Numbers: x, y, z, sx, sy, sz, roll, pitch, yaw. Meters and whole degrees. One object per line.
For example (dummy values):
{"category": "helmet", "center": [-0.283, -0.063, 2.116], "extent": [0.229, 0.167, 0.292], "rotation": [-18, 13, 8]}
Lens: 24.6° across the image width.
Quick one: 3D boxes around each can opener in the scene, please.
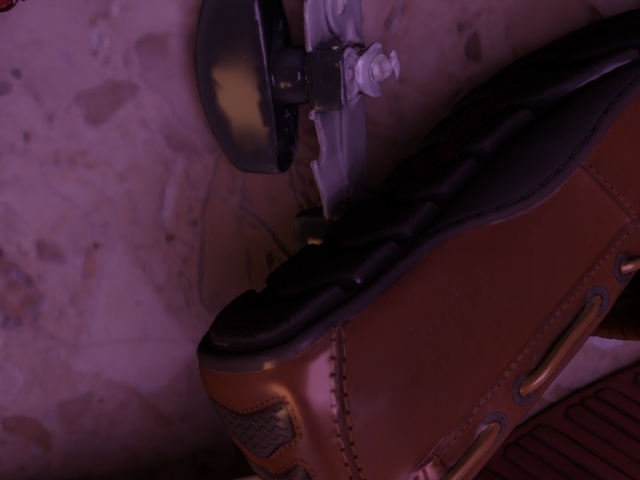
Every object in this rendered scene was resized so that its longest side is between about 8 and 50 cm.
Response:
{"category": "can opener", "center": [0.000, 0.000, 0.752], "extent": [0.093, 0.074, 0.280], "rotation": [-1, 105, 21]}

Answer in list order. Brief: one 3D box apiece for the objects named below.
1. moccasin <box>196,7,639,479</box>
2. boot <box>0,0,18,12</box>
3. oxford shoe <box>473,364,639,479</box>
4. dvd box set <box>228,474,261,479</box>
{"category": "moccasin", "center": [0.118, 0.001, 0.691], "extent": [0.380, 0.139, 0.147], "rotation": [-42, 111, -34]}
{"category": "boot", "center": [-0.127, -0.137, 0.668], "extent": [0.176, 0.088, 0.244], "rotation": [-5, 102, -15]}
{"category": "oxford shoe", "center": [0.121, 0.222, 0.803], "extent": [0.397, 0.140, 0.146], "rotation": [-42, 124, -6]}
{"category": "dvd box set", "center": [-0.106, 0.279, 0.672], "extent": [0.420, 0.062, 0.308], "rotation": [-13, 74, 0]}
